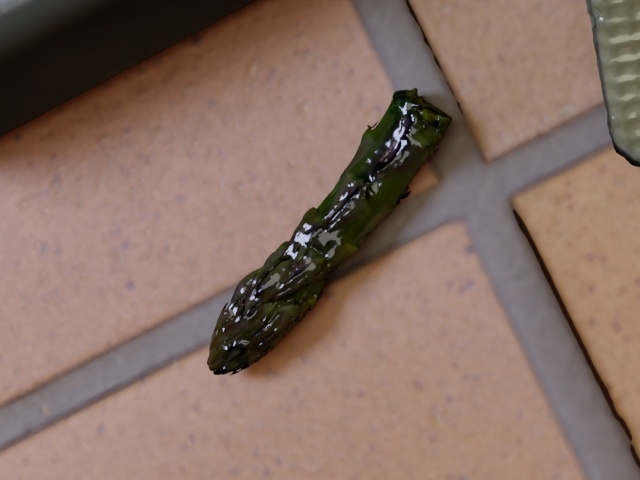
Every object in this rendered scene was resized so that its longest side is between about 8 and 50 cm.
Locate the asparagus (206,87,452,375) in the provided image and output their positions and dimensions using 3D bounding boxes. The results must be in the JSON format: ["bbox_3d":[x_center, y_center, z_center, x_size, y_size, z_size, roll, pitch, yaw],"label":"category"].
[{"bbox_3d":[0.000,0.000,0.680,0.036,0.030,0.165,40,98,-7],"label":"asparagus"}]

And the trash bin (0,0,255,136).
[{"bbox_3d":[-0.130,-0.158,0.694,0.240,0.122,0.164,-22,79,14],"label":"trash bin"}]

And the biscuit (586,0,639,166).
[{"bbox_3d":[0.177,-0.107,0.565,0.150,0.052,0.252,-8,112,20],"label":"biscuit"}]
